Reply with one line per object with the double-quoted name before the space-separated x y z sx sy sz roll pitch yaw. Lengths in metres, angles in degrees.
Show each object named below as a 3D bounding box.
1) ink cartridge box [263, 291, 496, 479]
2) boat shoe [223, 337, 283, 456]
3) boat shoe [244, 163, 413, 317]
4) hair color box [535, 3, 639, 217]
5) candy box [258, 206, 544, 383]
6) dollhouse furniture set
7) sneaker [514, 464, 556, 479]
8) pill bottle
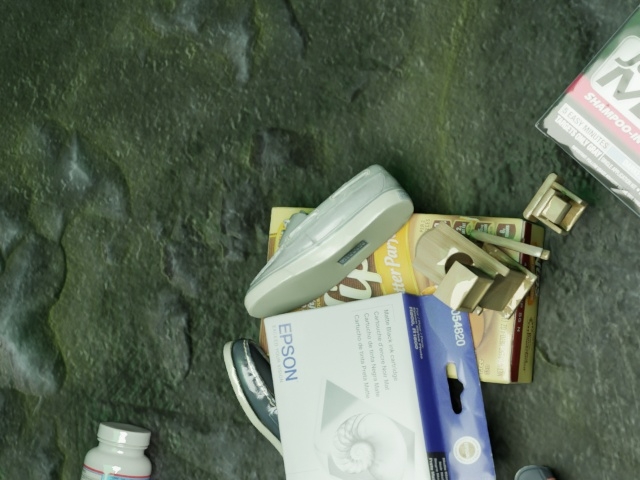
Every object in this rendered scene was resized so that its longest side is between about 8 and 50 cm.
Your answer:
"ink cartridge box" 0.062 0.173 1.561 0.224 0.045 0.223 -12 77 11
"boat shoe" -0.021 0.213 1.663 0.079 0.095 0.254 -29 97 21
"boat shoe" 0.000 -0.001 1.630 0.227 0.079 0.081 -37 58 12
"hair color box" 0.417 -0.203 1.477 0.185 0.113 0.374 42 108 7
"candy box" 0.091 0.061 1.664 0.316 0.087 0.183 3 85 26
"dollhouse furniture set" 0.174 -0.016 1.483 0.101 0.182 0.161 37 99 23
"sneaker" 0.258 0.326 1.539 0.350 0.131 0.148 17 84 22
"pill bottle" -0.261 0.314 1.814 0.087 0.087 0.160 12 90 27
